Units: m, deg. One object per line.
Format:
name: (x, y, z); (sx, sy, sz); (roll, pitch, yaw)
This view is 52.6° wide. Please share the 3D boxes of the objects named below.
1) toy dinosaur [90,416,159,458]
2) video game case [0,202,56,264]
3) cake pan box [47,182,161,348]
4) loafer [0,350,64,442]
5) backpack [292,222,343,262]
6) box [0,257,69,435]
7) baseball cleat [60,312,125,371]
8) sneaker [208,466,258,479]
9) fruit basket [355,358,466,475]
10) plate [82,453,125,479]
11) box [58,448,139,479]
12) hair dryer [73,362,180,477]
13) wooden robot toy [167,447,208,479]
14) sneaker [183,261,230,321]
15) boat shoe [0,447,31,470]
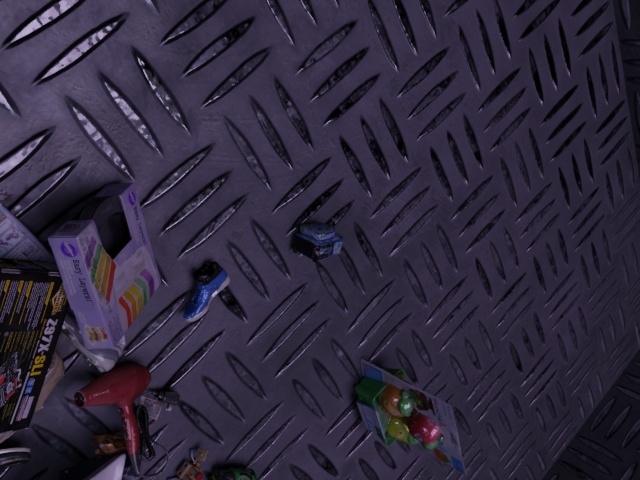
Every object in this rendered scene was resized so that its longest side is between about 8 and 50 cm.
toy dinosaur: (-0.471, 0.475, 1.525); (0.211, 0.112, 0.064); (-5, 88, -80)
video game case: (-0.649, 0.084, 1.232); (0.269, 0.061, 0.244); (-45, 131, -18)
cake pan box: (-0.423, 0.041, 1.304); (0.245, 0.070, 0.266); (-72, 157, -61)
loafer: (-0.623, 0.335, 1.329); (0.268, 0.102, 0.092); (-46, 154, -7)
backpack: (0.000, 0.000, 1.703); (0.114, 0.105, 0.084); (-7, 113, -43)
box: (-0.580, 0.193, 1.143); (0.257, 0.079, 0.321); (18, 90, -76)
baseball cleat: (-0.500, 0.194, 1.408); (0.109, 0.072, 0.205); (-52, 137, -29)
sneaker: (-0.250, 0.796, 1.801); (0.146, 0.134, 0.343); (8, 102, -42)
fruit basket: (0.271, 0.547, 1.980); (0.165, 0.353, 0.327); (-35, 127, -25)
plate: (-0.518, 0.616, 1.360); (0.277, 0.045, 0.277); (-12, 116, -77)
box: (-0.514, 0.597, 1.531); (0.156, 0.093, 0.158); (-18, 117, -33)
hair dryer: (-0.426, 0.387, 1.462); (0.293, 0.080, 0.223); (42, 36, -38)
wooden robot toy: (-0.338, 0.628, 1.707); (0.173, 0.076, 0.079); (-52, 142, -10)
sneaker: (-0.287, 0.116, 1.543); (0.152, 0.058, 0.084); (-49, 137, -19)
boat shoe: (-0.709, 0.479, 1.315); (0.233, 0.079, 0.084); (-9, 158, -33)
